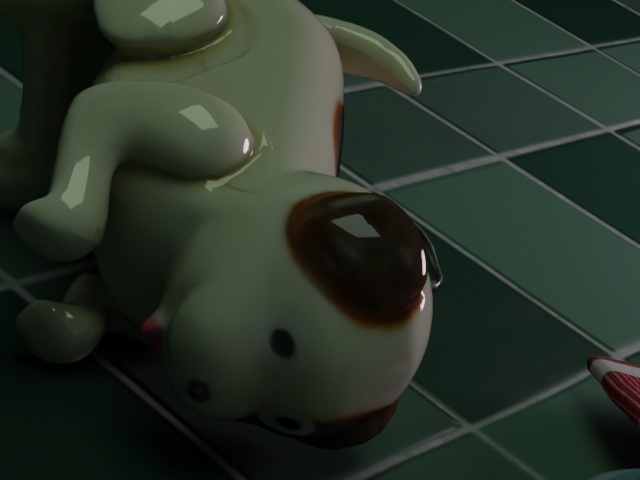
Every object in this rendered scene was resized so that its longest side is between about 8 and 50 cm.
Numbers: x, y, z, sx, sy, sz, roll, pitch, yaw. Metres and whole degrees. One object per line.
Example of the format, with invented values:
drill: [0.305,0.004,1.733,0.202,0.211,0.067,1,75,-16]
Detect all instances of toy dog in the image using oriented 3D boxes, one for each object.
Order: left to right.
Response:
toy dog: [-0.067,-0.015,1.314,0.395,0.284,0.408,-4,44,-28]

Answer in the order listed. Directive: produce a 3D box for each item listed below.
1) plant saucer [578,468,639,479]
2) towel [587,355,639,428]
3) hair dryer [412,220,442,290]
plant saucer: [0.315,0.273,1.281,0.317,0.044,0.317,16,28,-9]
towel: [0.384,0.200,1.393,0.237,0.037,0.329,16,15,-22]
hair dryer: [0.000,0.000,1.524,0.223,0.080,0.293,25,27,7]
